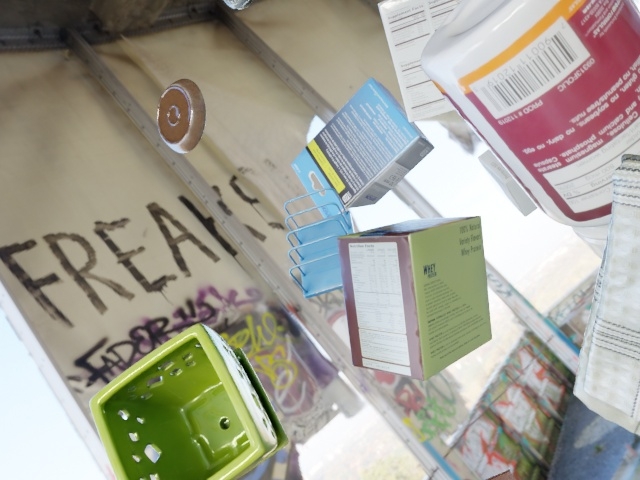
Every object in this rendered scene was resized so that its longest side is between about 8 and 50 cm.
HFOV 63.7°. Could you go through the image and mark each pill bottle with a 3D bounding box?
[{"bbox_3d":[0.334,-0.162,0.663,0.224,0.392,0.224,-41,19,18],"label":"pill bottle"}]

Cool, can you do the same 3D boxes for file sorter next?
[{"bbox_3d":[0.000,0.000,0.983,0.118,0.171,0.104,-17,-39,12],"label":"file sorter"}]

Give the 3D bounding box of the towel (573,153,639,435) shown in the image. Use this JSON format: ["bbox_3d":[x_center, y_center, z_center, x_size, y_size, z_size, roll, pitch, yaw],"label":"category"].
[{"bbox_3d":[0.363,0.108,0.399,0.056,0.312,0.325,-37,-48,-29],"label":"towel"}]

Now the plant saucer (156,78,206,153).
[{"bbox_3d":[-0.325,-0.284,1.174,0.029,0.168,0.168,-8,-37,-52],"label":"plant saucer"}]

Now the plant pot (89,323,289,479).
[{"bbox_3d":[-0.195,0.301,0.850,0.227,0.228,0.207,-35,-24,2],"label":"plant pot"}]

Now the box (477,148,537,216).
[{"bbox_3d":[0.351,-0.120,0.904,0.087,0.101,0.102,-39,-53,13],"label":"box"}]

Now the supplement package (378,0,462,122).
[{"bbox_3d":[0.274,-0.437,1.178,0.197,0.263,0.199,-12,16,21],"label":"supplement package"}]

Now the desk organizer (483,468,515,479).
[{"bbox_3d":[0.272,0.438,0.869,0.130,0.050,0.047,-24,-29,0],"label":"desk organizer"}]

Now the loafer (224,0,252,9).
[{"bbox_3d":[-0.161,-0.596,1.100,0.094,0.252,0.087,-13,-20,31],"label":"loafer"}]

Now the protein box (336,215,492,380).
[{"bbox_3d":[0.149,0.076,0.792,0.135,0.201,0.199,-1,8,45],"label":"protein box"}]

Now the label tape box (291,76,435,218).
[{"bbox_3d":[0.109,-0.239,1.454,0.347,0.249,0.115,-45,-30,24],"label":"label tape box"}]
